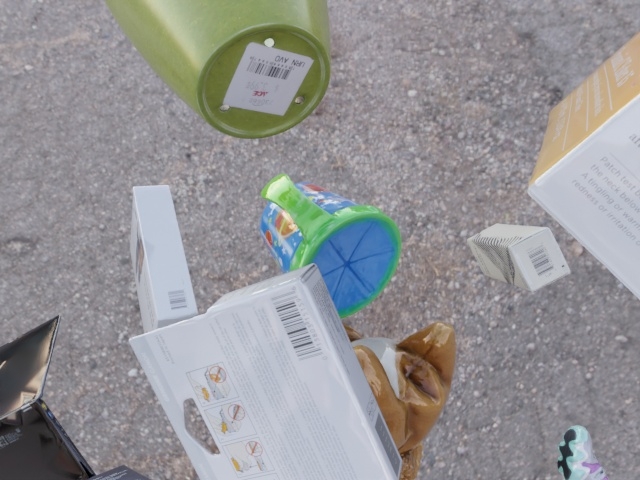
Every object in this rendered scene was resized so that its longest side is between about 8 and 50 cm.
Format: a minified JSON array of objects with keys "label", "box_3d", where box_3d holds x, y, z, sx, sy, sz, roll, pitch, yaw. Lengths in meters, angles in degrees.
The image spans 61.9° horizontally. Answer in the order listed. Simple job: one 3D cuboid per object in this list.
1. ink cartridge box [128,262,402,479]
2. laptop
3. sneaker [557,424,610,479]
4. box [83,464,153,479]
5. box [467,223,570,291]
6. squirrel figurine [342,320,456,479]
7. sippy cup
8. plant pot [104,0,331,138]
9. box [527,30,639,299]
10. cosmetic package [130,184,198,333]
[{"label":"ink cartridge box","box_3d":[-0.064,0.192,0.638,0.239,0.274,0.060,-20,10,21]},{"label":"laptop","box_3d":[-0.812,0.492,1.482,0.382,0.407,0.236,-28,9,17]},{"label":"sneaker","box_3d":[0.224,0.193,0.414,0.069,0.038,0.098,1,96,8]},{"label":"box","box_3d":[-0.506,0.630,1.285,0.158,0.093,0.156,0,4,43]},{"label":"box","box_3d":[0.433,0.031,1.201,0.094,0.275,0.113,-28,93,-1]},{"label":"squirrel figurine","box_3d":[0.045,0.356,0.915,0.281,0.396,0.370,7,23,29]},{"label":"sippy cup","box_3d":[0.000,0.000,1.046,0.240,0.305,0.224,-16,36,-28]},{"label":"plant pot","box_3d":[-0.104,-0.261,0.589,0.275,0.274,0.293,-17,57,-10]},{"label":"box","box_3d":[0.317,-0.117,0.299,0.168,0.345,0.215,44,35,1]},{"label":"cosmetic package","box_3d":[-0.407,0.093,1.351,0.098,0.284,0.376,-7,58,-23]}]
